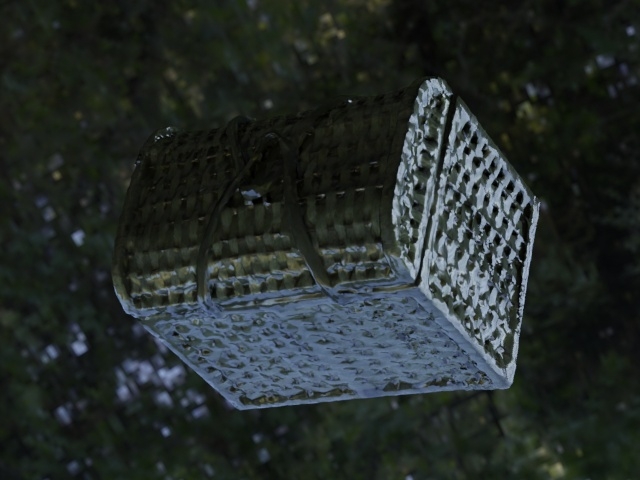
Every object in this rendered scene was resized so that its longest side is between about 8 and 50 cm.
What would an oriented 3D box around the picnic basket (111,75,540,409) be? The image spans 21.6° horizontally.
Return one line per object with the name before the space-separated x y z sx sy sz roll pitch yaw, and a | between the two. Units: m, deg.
picnic basket | 0.000 0.000 0.962 0.196 0.154 0.134 -7 -125 33
